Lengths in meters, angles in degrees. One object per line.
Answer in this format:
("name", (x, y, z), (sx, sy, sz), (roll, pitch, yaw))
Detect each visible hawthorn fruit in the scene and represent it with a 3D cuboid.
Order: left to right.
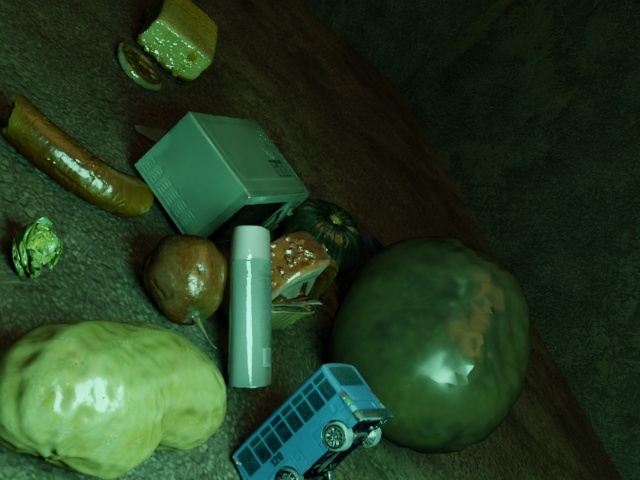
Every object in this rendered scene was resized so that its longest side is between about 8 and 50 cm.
("hawthorn fruit", (-0.226, 0.073, 1.393), (0.149, 0.149, 0.189), (39, 38, -30))

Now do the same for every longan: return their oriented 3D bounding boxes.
("longan", (0.212, 0.208, 1.712), (0.404, 0.404, 0.436), (38, 58, -33))

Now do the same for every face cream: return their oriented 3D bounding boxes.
("face cream", (-0.118, 0.110, 1.438), (0.107, 0.073, 0.269), (58, 32, -85))

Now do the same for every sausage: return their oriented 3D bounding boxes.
("sausage", (-0.405, -0.126, 1.426), (0.302, 0.076, 0.103), (39, 24, -29))

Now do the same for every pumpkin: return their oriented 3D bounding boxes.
("pumpkin", (-0.001, -0.003, 1.976), (0.211, 0.152, 0.211), (25, 41, -24))

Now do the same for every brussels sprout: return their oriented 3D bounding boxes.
("brussels sprout", (-0.410, 0.015, 1.213), (0.085, 0.058, 0.085), (-6, 90, -81))

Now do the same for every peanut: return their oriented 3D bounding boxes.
("peanut", (-0.249, 0.197, 1.074), (0.387, 0.169, 0.192), (14, 47, -59))

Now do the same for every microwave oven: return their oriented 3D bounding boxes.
("microwave oven", (-0.194, -0.115, 1.707), (0.237, 0.181, 0.295), (53, 20, 10))

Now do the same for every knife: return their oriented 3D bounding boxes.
("knife", (-0.312, -0.221, 1.869), (0.260, 0.034, 0.063), (-9, 68, -60))

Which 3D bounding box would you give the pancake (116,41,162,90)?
("pancake", (-0.414, -0.398, 1.953), (0.139, 0.022, 0.139), (44, 22, -22))

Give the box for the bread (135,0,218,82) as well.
("bread", (-0.360, -0.517, 2.150), (0.185, 0.114, 0.275), (37, 23, -25))

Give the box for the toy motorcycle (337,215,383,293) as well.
("toy motorcycle", (0.120, 0.086, 2.135), (0.212, 0.125, 0.358), (41, 23, -48))

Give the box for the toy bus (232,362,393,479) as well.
("toy bus", (-0.020, 0.302, 1.301), (0.133, 0.234, 0.116), (52, 18, 25))

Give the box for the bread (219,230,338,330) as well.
("bread", (-0.069, 0.084, 1.593), (0.142, 0.212, 0.224), (54, 19, 19))
